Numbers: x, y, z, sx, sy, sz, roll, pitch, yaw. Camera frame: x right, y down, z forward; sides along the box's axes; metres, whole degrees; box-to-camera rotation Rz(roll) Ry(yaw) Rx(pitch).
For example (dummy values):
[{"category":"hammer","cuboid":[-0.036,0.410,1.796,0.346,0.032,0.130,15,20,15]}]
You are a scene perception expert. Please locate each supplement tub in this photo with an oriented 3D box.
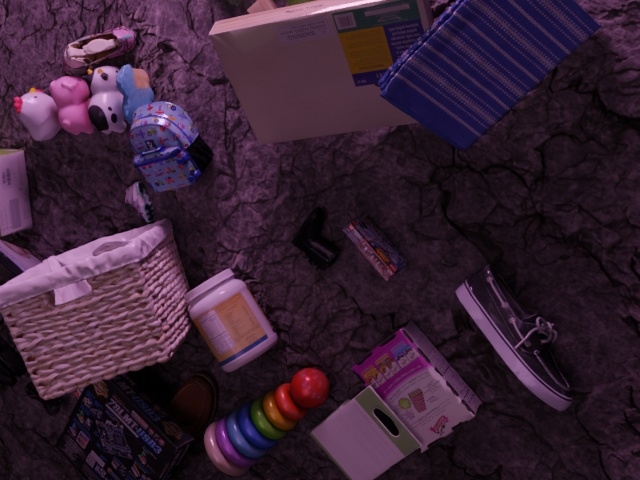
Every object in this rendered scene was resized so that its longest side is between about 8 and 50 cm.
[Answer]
[{"category":"supplement tub","cuboid":[-0.202,0.177,1.819,0.144,0.144,0.199,-32,89,28]}]

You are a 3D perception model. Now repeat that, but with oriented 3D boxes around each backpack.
[{"category":"backpack","cuboid":[-0.337,-0.208,1.760,0.158,0.116,0.173,-6,132,26]}]

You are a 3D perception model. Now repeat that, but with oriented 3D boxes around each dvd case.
[{"category":"dvd case","cuboid":[-0.719,0.058,1.978,0.180,0.253,0.022,39,86,11]}]

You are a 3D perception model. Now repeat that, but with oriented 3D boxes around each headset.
[{"category":"headset","cuboid":[-0.731,0.286,2.051,0.185,0.243,0.394,36,139,20]}]

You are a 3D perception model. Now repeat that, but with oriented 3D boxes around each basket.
[{"category":"basket","cuboid":[-0.470,0.141,1.788,0.329,0.331,0.266,-18,99,6]}]

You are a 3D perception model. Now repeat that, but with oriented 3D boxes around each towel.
[{"category":"towel","cuboid":[0.293,-0.321,1.436,0.243,0.040,0.336,29,121,-30]}]

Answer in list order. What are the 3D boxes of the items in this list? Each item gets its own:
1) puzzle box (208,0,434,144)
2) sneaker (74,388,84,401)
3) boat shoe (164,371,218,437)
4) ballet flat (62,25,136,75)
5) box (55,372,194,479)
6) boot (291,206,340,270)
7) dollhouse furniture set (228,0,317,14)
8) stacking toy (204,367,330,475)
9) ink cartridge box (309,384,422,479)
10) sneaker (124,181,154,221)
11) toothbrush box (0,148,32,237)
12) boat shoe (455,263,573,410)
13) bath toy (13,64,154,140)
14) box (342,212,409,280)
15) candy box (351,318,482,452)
[{"category":"puzzle box","cuboid":[0.027,-0.322,1.535,0.409,0.052,0.272,-5,134,20]},{"category":"sneaker","cuboid":[-0.588,0.450,2.106,0.145,0.090,0.270,48,117,11]},{"category":"boat shoe","cuboid":[-0.349,0.457,1.985,0.111,0.104,0.307,35,115,13]},{"category":"ballet flat","cuboid":[-0.518,-0.428,1.836,0.222,0.079,0.076,-12,97,27]},{"category":"box","cuboid":[-0.477,0.485,1.959,0.296,0.073,0.293,39,115,17]},{"category":"boot","cuboid":[0.000,0.000,1.734,0.099,0.045,0.121,41,124,12]},{"category":"dollhouse furniture set","cuboid":[-0.138,-0.526,1.592,0.198,0.151,0.301,-34,88,28]},{"category":"stacking toy","cuboid":[-0.111,0.396,1.857,0.330,0.141,0.141,-41,85,21]},{"category":"ink cartridge box","cuboid":[0.103,0.422,1.777,0.171,0.056,0.235,48,126,6]},{"category":"sneaker","cuboid":[-0.432,-0.084,1.917,0.069,0.038,0.098,-18,87,29]},{"category":"toothbrush box","cuboid":[-0.887,-0.128,2.066,0.283,0.122,0.206,6,106,25]},{"category":"boat shoe","cuboid":[0.395,0.181,1.567,0.105,0.113,0.306,-44,68,22]},{"category":"bath toy","cuboid":[-0.554,-0.318,1.857,0.349,0.129,0.151,-5,68,25]},{"category":"box","cuboid":[0.114,0.012,1.657,0.027,0.094,0.137,-43,84,27]},{"category":"candy box","cuboid":[0.201,0.304,1.709,0.159,0.071,0.233,-42,84,28]}]
